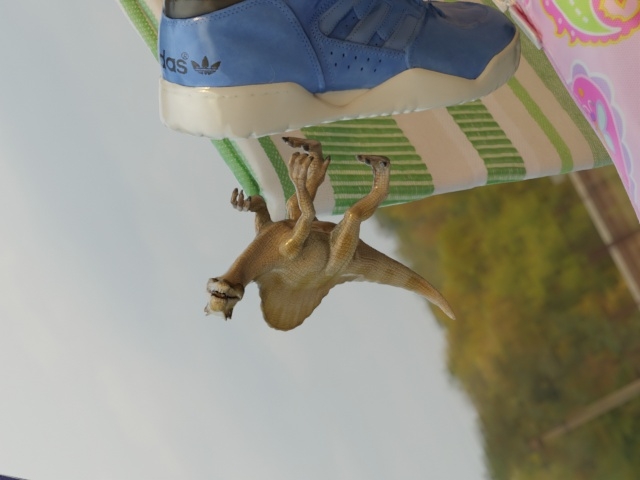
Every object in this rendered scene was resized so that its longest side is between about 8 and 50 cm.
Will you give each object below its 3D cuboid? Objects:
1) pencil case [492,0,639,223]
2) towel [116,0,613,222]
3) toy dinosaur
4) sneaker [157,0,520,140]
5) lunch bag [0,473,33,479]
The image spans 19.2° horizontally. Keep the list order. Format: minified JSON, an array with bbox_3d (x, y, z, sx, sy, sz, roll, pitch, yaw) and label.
[{"bbox_3d":[0.196,-0.084,1.074,0.284,0.124,0.124,63,-173,19],"label":"pencil case"},{"bbox_3d":[0.037,-0.122,1.290,0.324,0.038,0.248,-11,-124,-39],"label":"towel"},{"bbox_3d":[0.000,0.000,0.922,0.053,0.093,0.183,20,-166,39],"label":"toy dinosaur"},{"bbox_3d":[0.011,-0.087,0.633,0.058,0.152,0.085,21,117,49],"label":"sneaker"},{"bbox_3d":[-0.276,0.220,0.854,0.385,0.328,0.239,-17,-90,-38],"label":"lunch bag"}]
